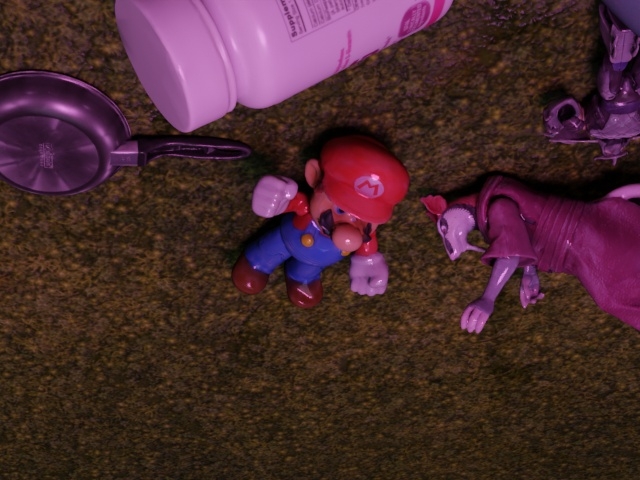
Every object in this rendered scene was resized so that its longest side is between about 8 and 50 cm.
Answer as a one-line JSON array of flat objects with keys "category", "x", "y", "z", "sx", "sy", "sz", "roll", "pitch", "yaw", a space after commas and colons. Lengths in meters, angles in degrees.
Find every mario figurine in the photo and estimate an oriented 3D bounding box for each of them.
[{"category": "mario figurine", "x": 0.000, "y": 0.000, "z": 1.285, "sx": 0.198, "sy": 0.170, "sz": 0.320, "roll": -22, "pitch": 163, "yaw": -37}]

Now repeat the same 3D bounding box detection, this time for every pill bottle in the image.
[{"category": "pill bottle", "x": -0.031, "y": -0.219, "z": 0.937, "sx": 0.283, "sy": 0.160, "sz": 0.160, "roll": -29, "pitch": 145, "yaw": -18}]

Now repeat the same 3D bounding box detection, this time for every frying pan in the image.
[{"category": "frying pan", "x": -0.271, "y": -0.097, "z": 1.247, "sx": 0.326, "sy": 0.053, "sz": 0.197, "roll": 22, "pitch": 135, "yaw": -24}]

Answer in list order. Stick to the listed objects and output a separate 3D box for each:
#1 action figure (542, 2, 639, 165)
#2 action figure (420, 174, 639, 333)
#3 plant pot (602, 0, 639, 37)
[{"category": "action figure", "x": 0.347, "y": -0.177, "z": 1.169, "sx": 0.185, "sy": 0.099, "sz": 0.285, "roll": -13, "pitch": 145, "yaw": -3}, {"category": "action figure", "x": 0.307, "y": -0.011, "z": 1.294, "sx": 0.370, "sy": 0.248, "sz": 0.275, "roll": 19, "pitch": 106, "yaw": 8}, {"category": "plant pot", "x": 0.352, "y": -0.287, "z": 0.927, "sx": 0.196, "sy": 0.290, "sz": 0.290, "roll": 15, "pitch": 147, "yaw": 24}]
